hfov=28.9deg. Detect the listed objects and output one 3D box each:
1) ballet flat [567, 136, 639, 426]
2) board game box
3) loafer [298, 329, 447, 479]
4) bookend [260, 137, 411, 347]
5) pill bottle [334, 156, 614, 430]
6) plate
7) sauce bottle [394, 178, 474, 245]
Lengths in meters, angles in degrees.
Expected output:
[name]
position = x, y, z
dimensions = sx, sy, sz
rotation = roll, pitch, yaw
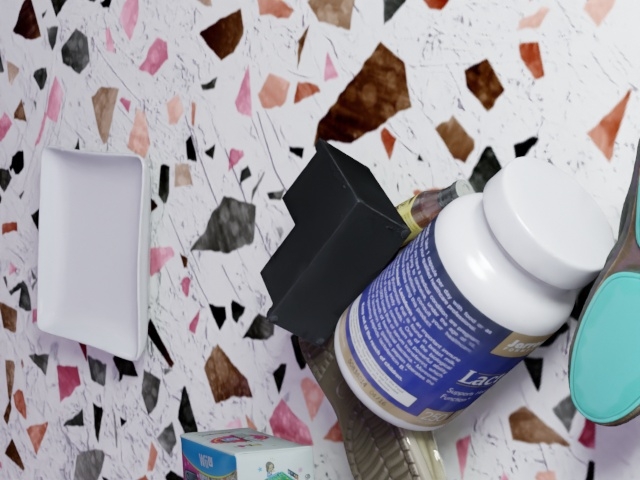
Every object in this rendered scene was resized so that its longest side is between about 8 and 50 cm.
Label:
[ballet flat]
position = 0.286, 0.021, 1.031
dimensions = 0.095, 0.096, 0.281
rotation = 24, 106, 28
[board game box]
position = -0.080, 0.377, 1.417
dimensions = 0.224, 0.097, 0.304
rotation = 172, 96, -68
[loafer]
position = 0.070, 0.172, 1.285
dimensions = 0.102, 0.092, 0.269
rotation = -49, 55, 40
[bookend]
position = 0.000, 0.000, 1.297
dimensions = 0.157, 0.072, 0.156
rotation = -53, 29, 14
[pill bottle]
position = 0.140, 0.051, 1.154
dimensions = 0.265, 0.153, 0.153
rotation = -49, 57, 39
[plate]
position = -0.313, 0.011, 1.747
dimensions = 0.277, 0.045, 0.278
rotation = 9, 99, 49
[sauce bottle]
position = 0.105, -0.028, 1.275
dimensions = 0.128, 0.042, 0.042
rotation = -29, 71, 43
